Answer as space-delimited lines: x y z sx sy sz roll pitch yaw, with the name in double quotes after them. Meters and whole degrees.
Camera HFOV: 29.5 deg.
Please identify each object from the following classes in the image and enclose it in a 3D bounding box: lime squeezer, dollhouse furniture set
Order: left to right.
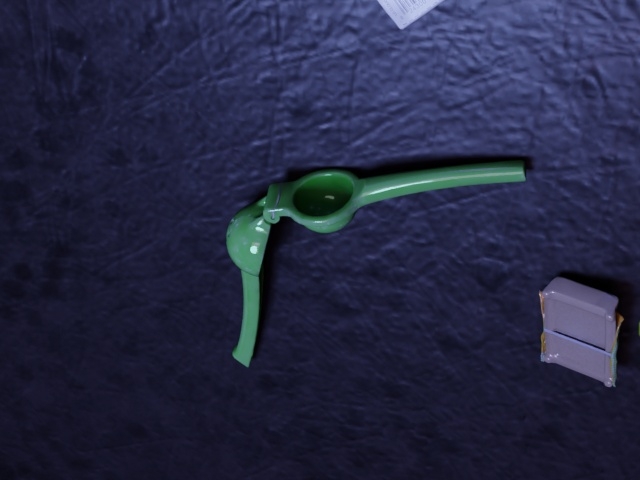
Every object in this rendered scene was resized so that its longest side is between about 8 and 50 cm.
0.000 0.000 0.891 0.110 0.059 0.310 47 125 -10 "lime squeezer"
0.232 0.066 0.856 0.152 0.058 0.076 20 137 34 "dollhouse furniture set"

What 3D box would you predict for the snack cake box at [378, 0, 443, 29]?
0.107 -0.255 0.662 0.264 0.089 0.152 -30 104 34 "snack cake box"
